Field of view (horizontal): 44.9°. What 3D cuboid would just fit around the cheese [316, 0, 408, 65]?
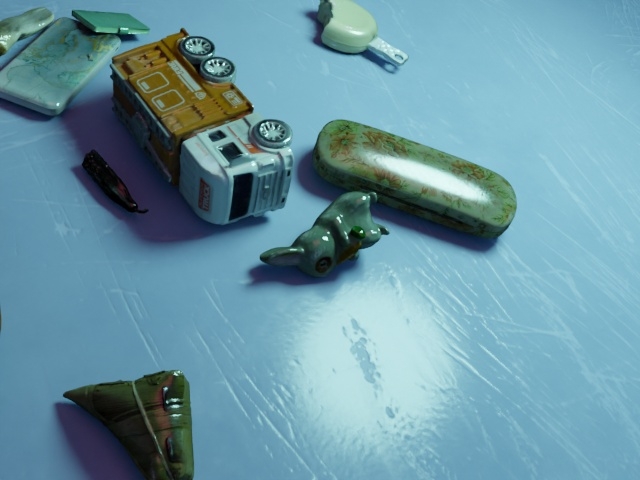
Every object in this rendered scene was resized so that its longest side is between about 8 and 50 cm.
[{"bbox_3d":[0.103,-0.510,1.890,0.248,0.071,0.163,18,46,-4],"label":"cheese"}]

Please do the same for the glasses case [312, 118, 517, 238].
[{"bbox_3d":[0.190,-0.125,1.554,0.425,0.098,0.156,19,50,-4],"label":"glasses case"}]

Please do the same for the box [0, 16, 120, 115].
[{"bbox_3d":[-0.513,-0.346,1.521,0.142,0.044,0.285,19,45,2],"label":"box"}]

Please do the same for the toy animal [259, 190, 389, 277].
[{"bbox_3d":[0.008,0.005,1.380,0.236,0.138,0.108,-35,107,-16],"label":"toy animal"}]

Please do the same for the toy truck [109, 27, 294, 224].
[{"bbox_3d":[-0.224,-0.201,1.417,0.207,0.173,0.387,-24,59,-29],"label":"toy truck"}]

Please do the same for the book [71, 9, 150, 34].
[{"bbox_3d":[-0.440,-0.459,1.636,0.135,0.017,0.103,-12,40,-45],"label":"book"}]

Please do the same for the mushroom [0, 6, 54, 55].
[{"bbox_3d":[-0.605,-0.422,1.552,0.059,0.054,0.202,30,40,-2],"label":"mushroom"}]

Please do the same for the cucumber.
[{"bbox_3d":[-0.359,-0.093,1.355,0.163,0.043,0.039,48,8,19],"label":"cucumber"}]

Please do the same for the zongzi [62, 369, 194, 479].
[{"bbox_3d":[-0.261,0.278,1.046,0.178,0.081,0.189,-8,64,-1],"label":"zongzi"}]
